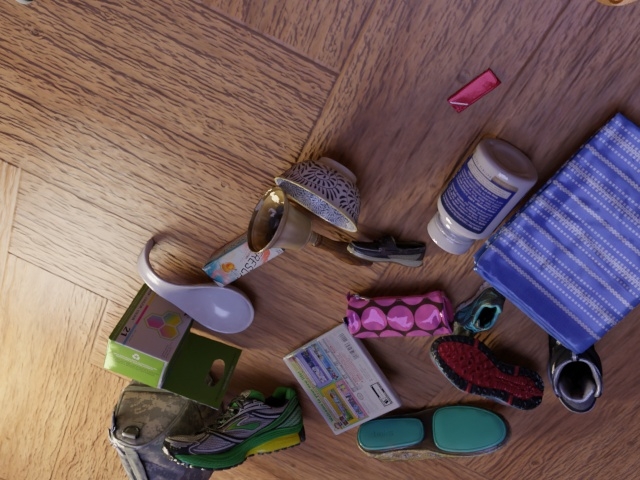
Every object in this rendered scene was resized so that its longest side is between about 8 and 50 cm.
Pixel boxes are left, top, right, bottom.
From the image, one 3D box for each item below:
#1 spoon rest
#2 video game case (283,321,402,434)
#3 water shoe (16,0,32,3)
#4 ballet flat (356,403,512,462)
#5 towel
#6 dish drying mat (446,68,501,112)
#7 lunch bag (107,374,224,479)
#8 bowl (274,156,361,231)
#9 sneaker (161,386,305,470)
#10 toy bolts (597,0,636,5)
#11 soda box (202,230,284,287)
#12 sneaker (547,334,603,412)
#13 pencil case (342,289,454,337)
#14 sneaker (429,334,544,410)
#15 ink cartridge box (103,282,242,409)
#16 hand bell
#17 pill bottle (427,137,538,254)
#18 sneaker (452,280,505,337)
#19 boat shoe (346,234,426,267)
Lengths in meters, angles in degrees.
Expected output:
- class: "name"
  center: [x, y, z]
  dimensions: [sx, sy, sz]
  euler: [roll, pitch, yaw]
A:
- class: "spoon rest"
  center: [-0.265, 0.108, 1.445]
  dimensions: [0.276, 0.084, 0.137]
  euler: [33, 127, -9]
- class: "video game case"
  center: [0.045, 0.301, 1.495]
  dimensions: [0.193, 0.023, 0.212]
  euler: [-34, 91, 33]
- class: "water shoe"
  center: [-0.465, -0.470, 1.082]
  dimensions: [0.080, 0.073, 0.203]
  euler: [8, 128, 7]
- class: "ballet flat"
  center: [0.254, 0.435, 1.534]
  dimensions: [0.349, 0.123, 0.123]
  euler: [-11, 122, 22]
- class: "towel"
  center: [0.436, -0.002, 1.088]
  dimensions: [0.243, 0.040, 0.336]
  euler: [42, 112, 4]
- class: "dish drying mat"
  center: [0.243, -0.236, 1.097]
  dimensions: [0.083, 0.008, 0.032]
  euler: [-34, 110, 33]
- class: "lunch bag"
  center: [-0.366, 0.467, 1.627]
  dimensions: [0.213, 0.256, 0.305]
  euler: [2, 125, 14]
- class: "bowl"
  center: [0.012, -0.093, 1.203]
  dimensions: [0.170, 0.170, 0.080]
  euler: [33, 83, -9]
- class: "sneaker"
  center: [-0.195, 0.411, 1.538]
  dimensions: [0.134, 0.344, 0.146]
  euler: [-1, 96, 53]
- class: "toy bolts"
  center: [0.384, -0.397, 0.844]
  dimensions: [0.218, 0.158, 0.228]
  euler: [42, 125, -16]
- class: "soda box"
  center: [-0.144, 0.022, 1.360]
  dimensions: [0.183, 0.063, 0.058]
  euler: [-30, 111, 32]
- class: "sneaker"
  center: [0.481, 0.266, 1.307]
  dimensions: [0.101, 0.153, 0.268]
  euler: [-6, 124, 20]
- class: "pencil case"
  center: [0.154, 0.141, 1.351]
  dimensions: [0.210, 0.095, 0.098]
  euler: [-5, 107, 17]
- class: "sneaker"
  center: [0.310, 0.271, 1.375]
  dimensions: [0.262, 0.104, 0.125]
  euler: [30, 160, -17]
- class: "ink cartridge box"
  center: [-0.300, 0.223, 1.473]
  dimensions: [0.255, 0.188, 0.097]
  euler: [21, 127, -2]
- class: "hand bell"
  center: [0.000, 0.000, 1.277]
  dimensions: [0.242, 0.126, 0.126]
  euler: [21, 132, -29]
- class: "pill bottle"
  center: [0.262, -0.068, 1.150]
  dimensions: [0.112, 0.112, 0.186]
  euler: [28, 127, -6]
- class: "sneaker"
  center: [0.299, 0.148, 1.320]
  dimensions: [0.065, 0.076, 0.166]
  euler: [25, 128, -3]
- class: "boat shoe"
  center: [0.124, 0.013, 1.277]
  dimensions: [0.152, 0.056, 0.049]
  euler: [8, 111, -21]
